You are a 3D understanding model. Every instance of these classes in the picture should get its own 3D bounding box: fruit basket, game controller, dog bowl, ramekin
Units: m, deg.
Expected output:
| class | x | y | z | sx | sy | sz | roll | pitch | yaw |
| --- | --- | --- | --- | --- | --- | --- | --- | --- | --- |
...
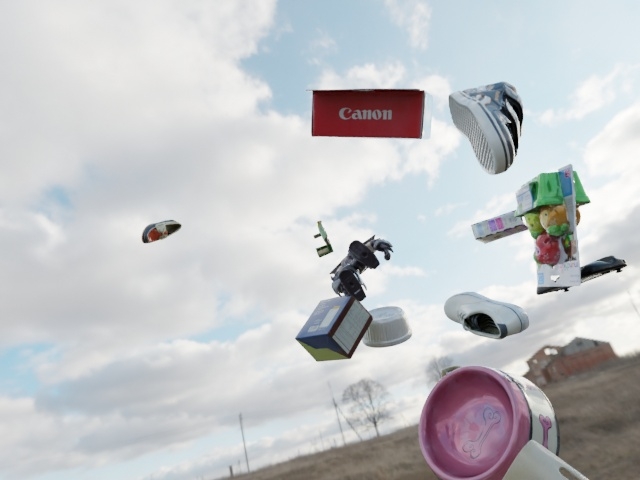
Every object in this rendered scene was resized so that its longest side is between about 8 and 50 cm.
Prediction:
| class | x | y | z | sx | sy | sz | roll | pitch | yaw |
| --- | --- | --- | --- | --- | --- | --- | --- | --- | --- |
| fruit basket | 0.717 | -0.031 | 1.442 | 0.166 | 0.352 | 0.327 | 3 | -5 | 6 |
| game controller | 0.897 | 0.133 | 1.597 | 0.167 | 0.067 | 0.319 | -19 | -16 | -15 |
| dog bowl | 0.464 | 0.554 | 1.345 | 0.150 | 0.407 | 0.408 | 36 | -50 | -26 |
| ramekin | 0.260 | 0.343 | 1.851 | 0.207 | 0.108 | 0.207 | -12 | 7 | 1 |

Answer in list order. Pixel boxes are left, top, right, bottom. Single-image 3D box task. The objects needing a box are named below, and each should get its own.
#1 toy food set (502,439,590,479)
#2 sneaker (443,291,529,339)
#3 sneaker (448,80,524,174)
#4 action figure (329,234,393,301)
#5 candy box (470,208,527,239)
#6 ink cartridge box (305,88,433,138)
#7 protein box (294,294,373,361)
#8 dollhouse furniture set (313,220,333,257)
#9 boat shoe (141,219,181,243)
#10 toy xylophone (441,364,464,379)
| class | x | y | z | sx | sy | sz | roll | pitch | yaw |
| --- | --- | --- | --- | --- | --- | --- | --- | --- | --- |
| toy food set | 0.471 | 0.613 | 0.961 | 0.093 | 0.220 | 0.305 | 8 | -70 | -47 |
| sneaker | 0.378 | 0.182 | 1.124 | 0.091 | 0.094 | 0.258 | -14 | 2 | -23 |
| sneaker | 0.359 | -0.247 | 0.936 | 0.128 | 0.321 | 0.126 | -14 | -55 | 10 |
| action figure | 0.093 | 0.064 | 1.116 | 0.185 | 0.099 | 0.285 | -52 | -4 | 5 |
| candy box | 0.743 | -0.055 | 1.886 | 0.196 | 0.070 | 0.165 | -21 | -17 | 29 |
| ink cartridge box | 0.140 | -0.349 | 1.278 | 0.310 | 0.129 | 0.272 | 5 | 14 | 19 |
| protein box | 0.052 | 0.325 | 1.705 | 0.200 | 0.136 | 0.201 | -22 | 24 | 48 |
| dollhouse furniture set | 0.000 | 0.000 | 1.595 | 0.059 | 0.076 | 0.151 | -22 | -30 | 2 |
| boat shoe | -0.422 | -0.024 | 1.215 | 0.043 | 0.049 | 0.137 | 9 | 19 | 13 |
| toy xylophone | 0.616 | 0.638 | 1.807 | 0.081 | 0.236 | 0.323 | -22 | 20 | -21 |
